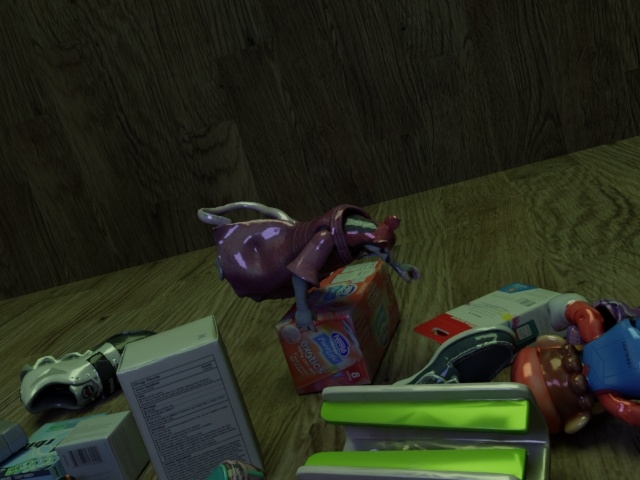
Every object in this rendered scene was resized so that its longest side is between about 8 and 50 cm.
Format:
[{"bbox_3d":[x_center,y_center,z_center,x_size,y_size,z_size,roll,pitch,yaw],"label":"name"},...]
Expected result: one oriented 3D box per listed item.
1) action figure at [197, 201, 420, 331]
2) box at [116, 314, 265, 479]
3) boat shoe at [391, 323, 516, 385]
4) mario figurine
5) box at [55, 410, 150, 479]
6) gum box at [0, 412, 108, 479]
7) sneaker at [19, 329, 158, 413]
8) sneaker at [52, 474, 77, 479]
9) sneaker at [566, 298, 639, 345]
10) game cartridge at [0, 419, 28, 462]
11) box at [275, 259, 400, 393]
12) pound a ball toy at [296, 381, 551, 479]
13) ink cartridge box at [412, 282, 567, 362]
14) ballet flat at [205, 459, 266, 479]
[{"bbox_3d":[0.000,0.000,1.172,0.248,0.276,0.370,-22,-1,-45],"label":"action figure"},{"bbox_3d":[-0.190,0.253,1.004,0.148,0.232,0.127,-18,13,-7],"label":"box"},{"bbox_3d":[0.166,0.208,0.926,0.254,0.095,0.079,-36,23,22],"label":"boat shoe"},{"bbox_3d":[0.384,0.152,0.838,0.320,0.170,0.198,-36,16,45],"label":"mario figurine"},{"bbox_3d":[-0.357,0.352,1.107,0.101,0.102,0.087,-15,14,14],"label":"box"},{"bbox_3d":[-0.502,0.396,1.249,0.156,0.041,0.184,-14,12,18],"label":"gum box"},{"bbox_3d":[-0.503,0.311,1.510,0.330,0.123,0.146,-19,30,-12],"label":"sneaker"},{"bbox_3d":[-0.443,0.431,0.969,0.087,0.083,0.221,-26,2,27],"label":"sneaker"},{"bbox_3d":[0.451,0.129,1.000,0.236,0.105,0.095,-22,12,-27],"label":"sneaker"},{"bbox_3d":[-0.728,0.429,1.286,0.355,0.068,0.230,-13,12,44],"label":"game cartridge"},{"bbox_3d":[0.047,0.159,1.315,0.154,0.142,0.300,-13,13,20],"label":"box"},{"bbox_3d":[0.093,0.291,0.784,0.319,0.136,0.208,-10,39,30],"label":"pound a ball toy"},{"bbox_3d":[0.293,0.155,1.155,0.231,0.078,0.134,-21,12,-17],"label":"ink cartridge box"},{"bbox_3d":[-0.143,0.348,0.838,0.221,0.079,0.077,-46,38,26],"label":"ballet flat"}]
